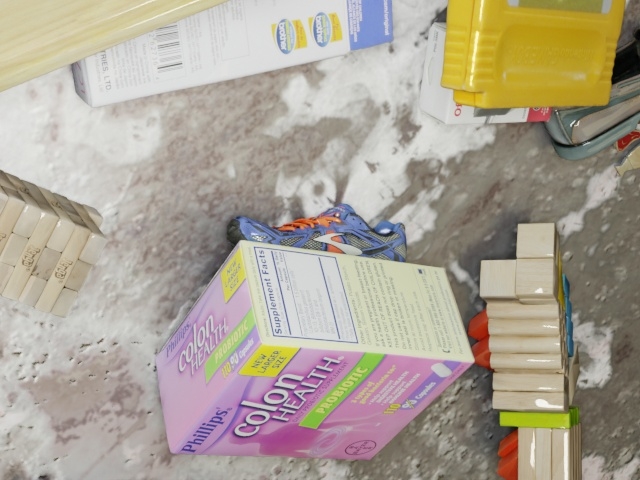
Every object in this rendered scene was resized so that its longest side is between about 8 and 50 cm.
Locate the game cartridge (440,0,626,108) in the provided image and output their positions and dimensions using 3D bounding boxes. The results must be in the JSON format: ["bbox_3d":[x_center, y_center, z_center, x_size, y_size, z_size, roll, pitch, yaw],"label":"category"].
[{"bbox_3d":[0.224,-0.289,1.177,0.285,0.052,0.324,-10,107,-50],"label":"game cartridge"}]

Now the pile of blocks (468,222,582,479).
[{"bbox_3d":[0.241,0.144,1.462,0.112,0.149,0.362,-1,109,20],"label":"pile of blocks"}]

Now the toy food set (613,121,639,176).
[{"bbox_3d":[0.391,-0.136,1.448,0.122,0.019,0.078,-29,122,-4],"label":"toy food set"}]

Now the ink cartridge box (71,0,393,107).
[{"bbox_3d":[-0.083,-0.245,1.123,0.311,0.065,0.186,-14,116,-19],"label":"ink cartridge box"}]

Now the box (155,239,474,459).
[{"bbox_3d":[-0.010,0.120,1.241,0.243,0.117,0.213,9,140,-30],"label":"box"}]

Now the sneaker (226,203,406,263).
[{"bbox_3d":[0.000,0.000,1.280,0.221,0.083,0.087,12,91,-35],"label":"sneaker"}]

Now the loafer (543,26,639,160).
[{"bbox_3d":[0.361,-0.195,1.362,0.267,0.096,0.084,-37,118,-6],"label":"loafer"}]

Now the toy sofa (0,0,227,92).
[{"bbox_3d":[-0.209,-0.234,0.969,0.362,0.177,0.150,-22,139,2],"label":"toy sofa"}]

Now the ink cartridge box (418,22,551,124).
[{"bbox_3d":[0.181,-0.176,1.295,0.135,0.056,0.099,-6,115,-26],"label":"ink cartridge box"}]

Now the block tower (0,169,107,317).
[{"bbox_3d":[-0.345,-0.033,1.066,0.335,0.097,0.091,23,101,-35],"label":"block tower"}]
